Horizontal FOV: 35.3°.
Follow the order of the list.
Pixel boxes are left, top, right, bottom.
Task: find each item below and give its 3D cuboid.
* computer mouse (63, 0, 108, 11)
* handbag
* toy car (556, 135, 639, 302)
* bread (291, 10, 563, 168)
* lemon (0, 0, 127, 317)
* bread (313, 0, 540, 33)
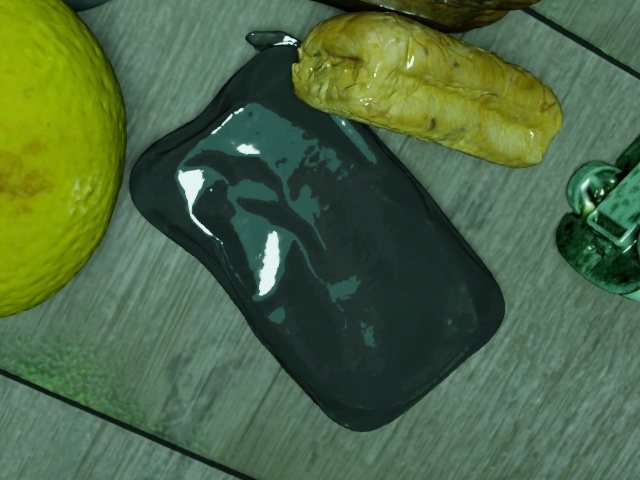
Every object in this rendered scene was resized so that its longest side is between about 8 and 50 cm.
[{"bbox_3d":[-0.300,-0.274,0.736,0.379,0.090,0.167,11,103,-8],"label":"computer mouse"},{"bbox_3d":[-0.002,-0.002,0.847,0.191,0.075,0.332,-40,104,3],"label":"handbag"},{"bbox_3d":[0.341,-0.065,0.842,0.306,0.136,0.125,-46,118,5],"label":"toy car"},{"bbox_3d":[0.087,-0.114,0.781,0.211,0.114,0.083,15,91,-37],"label":"bread"},{"bbox_3d":[-0.260,-0.067,0.710,0.267,0.267,0.267,-2,105,-6],"label":"lemon"},{"bbox_3d":[0.055,-0.220,0.732,0.209,0.192,0.110,13,90,-13],"label":"bread"}]
